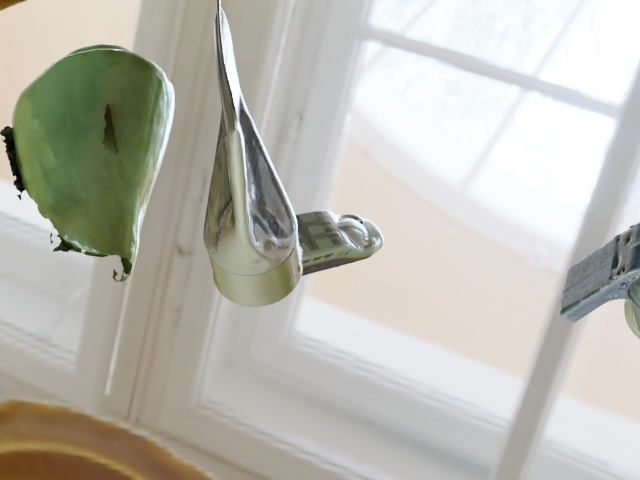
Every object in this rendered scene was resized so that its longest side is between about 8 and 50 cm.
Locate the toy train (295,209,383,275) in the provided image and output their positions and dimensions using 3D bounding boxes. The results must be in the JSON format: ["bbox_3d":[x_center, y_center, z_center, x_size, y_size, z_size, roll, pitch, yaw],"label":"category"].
[{"bbox_3d":[0.000,0.000,1.159,0.234,0.051,0.052,-13,-114,-51],"label":"toy train"}]

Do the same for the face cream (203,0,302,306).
[{"bbox_3d":[-0.056,-0.048,0.817,0.070,0.224,0.114,-10,-128,-2],"label":"face cream"}]

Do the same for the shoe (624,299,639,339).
[{"bbox_3d":[0.395,0.072,1.136,0.265,0.095,0.110,4,178,-14],"label":"shoe"}]

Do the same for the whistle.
[{"bbox_3d":[0.273,0.031,0.958,0.090,0.158,0.090,11,-118,-21],"label":"whistle"}]

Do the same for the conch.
[{"bbox_3d":[-0.231,-0.089,1.163,0.143,0.251,0.137,32,151,-31],"label":"conch"}]

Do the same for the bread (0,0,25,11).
[{"bbox_3d":[-0.346,-0.315,1.102,0.329,0.245,0.424,-19,-162,33],"label":"bread"}]
